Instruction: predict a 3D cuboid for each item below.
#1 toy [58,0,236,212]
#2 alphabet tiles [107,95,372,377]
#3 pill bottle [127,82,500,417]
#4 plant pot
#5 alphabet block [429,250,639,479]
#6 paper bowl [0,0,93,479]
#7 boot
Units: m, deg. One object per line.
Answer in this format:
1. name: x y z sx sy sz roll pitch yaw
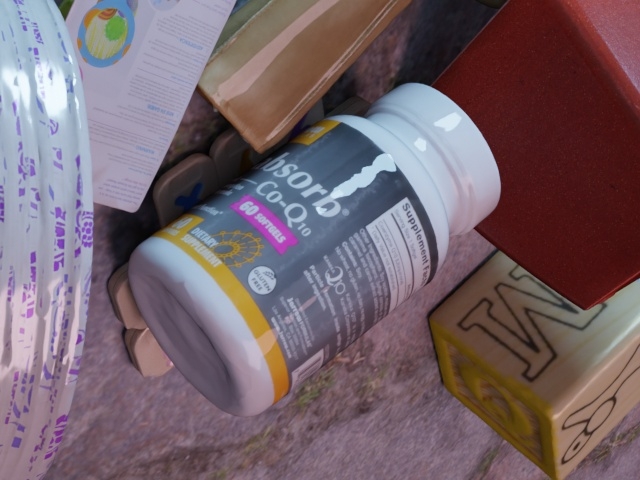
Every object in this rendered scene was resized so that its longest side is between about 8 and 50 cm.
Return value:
1. toy: -0.127 -0.144 0.929 0.137 0.056 0.237 17 105 -55
2. alphabet tiles: -0.057 -0.004 1.217 0.284 0.021 0.278 -38 146 -21
3. pill bottle: 0.000 0.000 1.120 0.278 0.162 0.162 -37 148 -23
4. plant pot: 0.267 -0.100 1.245 0.267 0.236 0.267 -26 168 -37
5. alphabet block: 0.265 0.121 1.624 0.197 0.193 0.192 -41 148 -15
6. paper bowl: -0.228 -0.001 0.731 0.148 0.284 0.284 1 125 -29
7. boot: 0.034 -0.172 1.098 0.269 0.089 0.236 -47 147 -1
